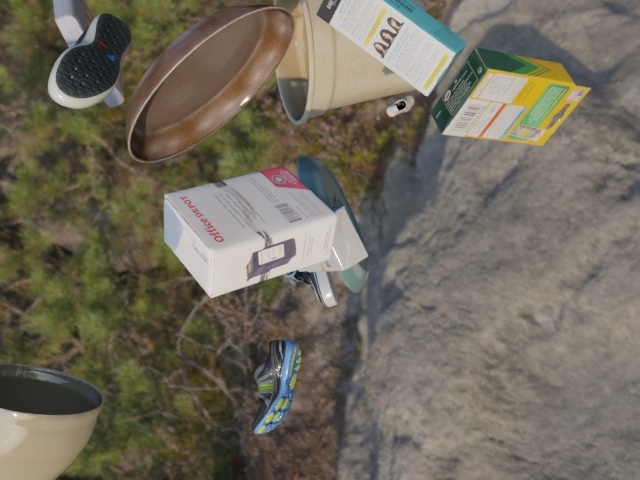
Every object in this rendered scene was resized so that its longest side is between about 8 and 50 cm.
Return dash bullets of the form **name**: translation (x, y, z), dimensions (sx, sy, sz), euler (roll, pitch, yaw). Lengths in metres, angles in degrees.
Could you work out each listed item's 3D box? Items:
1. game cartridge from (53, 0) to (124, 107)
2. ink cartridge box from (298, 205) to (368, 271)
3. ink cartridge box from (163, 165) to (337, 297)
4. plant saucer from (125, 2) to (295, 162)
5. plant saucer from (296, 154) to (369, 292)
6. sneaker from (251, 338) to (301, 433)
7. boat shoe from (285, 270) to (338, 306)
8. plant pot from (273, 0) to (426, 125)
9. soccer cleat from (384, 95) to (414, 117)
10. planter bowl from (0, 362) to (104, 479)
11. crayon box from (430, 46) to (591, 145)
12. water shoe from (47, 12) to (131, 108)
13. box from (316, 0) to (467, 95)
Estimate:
- **game cartridge**: translation (-0.572, -0.482, 2.117), dimensions (0.062, 0.297, 0.198), euler (-23, 52, 0)
- **ink cartridge box**: translation (0.000, 0.000, 1.578), dimensions (0.062, 0.104, 0.181), euler (-31, 12, -26)
- **ink cartridge box**: translation (-0.120, -0.021, 1.418), dimensions (0.172, 0.237, 0.100), euler (44, 139, 38)
- **plant saucer**: translation (-0.168, -0.236, 1.239), dimensions (0.310, 0.310, 0.050), euler (-44, 83, 9)
- **plant saucer**: translation (0.036, -0.042, 1.812), dimensions (0.044, 0.317, 0.317), euler (-22, 47, 11)
- **sneaker**: translation (-0.094, 0.281, 1.642), dimensions (0.078, 0.067, 0.188), euler (11, 82, 30)
- **boat shoe**: translation (-0.043, 0.057, 2.087), dimensions (0.105, 0.113, 0.306), euler (-24, 49, 0)
- **plant pot**: translation (0.076, -0.445, 1.944), dimensions (0.306, 0.333, 0.333), euler (-8, 43, -15)
- **soccer cleat**: translation (0.155, -0.254, 1.597), dimensions (0.083, 0.029, 0.036), euler (-31, 5, -40)
- **planter bowl**: translation (-0.330, 0.212, 0.935), dimensions (0.162, 0.162, 0.109), euler (21, 99, 48)
- **crayon box**: translation (0.447, -0.332, 2.006), dimensions (0.203, 0.323, 0.083), euler (-56, 43, 41)
- **water shoe**: translation (-0.297, -0.212, 1.084), dimensions (0.080, 0.073, 0.203), euler (-40, 22, 34)
- **box**: translation (0.119, -0.362, 1.450), dimensions (0.060, 0.244, 0.100), euler (-46, -8, -47)
